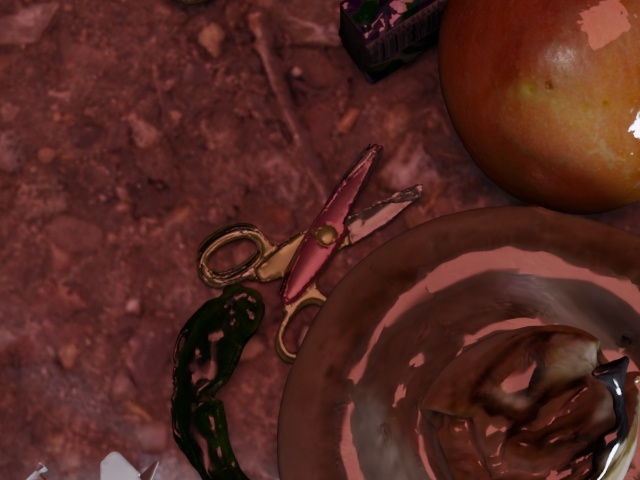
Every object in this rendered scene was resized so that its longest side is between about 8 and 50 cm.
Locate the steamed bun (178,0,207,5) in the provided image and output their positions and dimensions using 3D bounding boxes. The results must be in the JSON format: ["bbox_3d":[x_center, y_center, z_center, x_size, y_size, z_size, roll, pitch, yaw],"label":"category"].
[{"bbox_3d":[-0.073,-0.341,1.628,0.212,0.110,0.231,-24,78,-8],"label":"steamed bun"}]

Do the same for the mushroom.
[{"bbox_3d":[0.147,0.142,1.386,0.362,0.294,0.362,0,76,0],"label":"mushroom"}]

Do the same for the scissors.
[{"bbox_3d":[0.000,0.000,1.569,0.187,0.020,0.133,-43,81,-9],"label":"scissors"}]

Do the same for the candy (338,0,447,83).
[{"bbox_3d":[0.152,-0.243,1.610,0.312,0.088,0.061,-32,72,-10],"label":"candy"}]

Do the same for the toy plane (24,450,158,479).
[{"bbox_3d":[-0.195,0.260,1.460,0.234,0.082,0.160,-47,106,-13],"label":"toy plane"}]

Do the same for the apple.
[{"bbox_3d":[0.219,-0.142,1.510,0.253,0.253,0.254,0,73,-1],"label":"apple"}]

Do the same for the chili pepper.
[{"bbox_3d":[-0.082,0.123,1.511,0.073,0.050,0.182,1,80,-1],"label":"chili pepper"}]
